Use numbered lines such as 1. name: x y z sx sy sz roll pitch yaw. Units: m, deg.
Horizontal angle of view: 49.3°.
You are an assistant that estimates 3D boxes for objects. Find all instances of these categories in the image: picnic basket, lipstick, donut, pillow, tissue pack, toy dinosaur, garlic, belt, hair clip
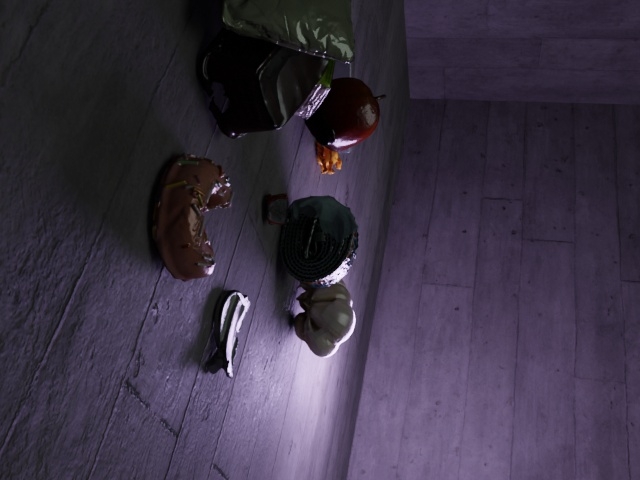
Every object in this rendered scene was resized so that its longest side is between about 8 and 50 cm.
1. picnic basket: -0.098 -0.353 1.402 0.297 0.129 0.223 -58 145 -32
2. lipstick: 0.071 -0.484 2.349 0.076 0.079 0.372 -51 142 -68
3. donut: -0.224 -0.050 1.248 0.199 0.085 0.233 69 27 -59
4. pillow: -0.056 -0.489 1.321 0.076 0.280 0.275 -29 -124 56
5. tissue pack: -0.013 -0.470 1.887 0.173 0.073 0.236 138 -34 -61
6. toy dinosaur: 0.021 -0.274 2.243 0.288 0.070 0.117 -46 128 -75
7. garlic: 0.013 0.210 2.120 0.203 0.184 0.281 41 53 -49
8. belt: 0.000 0.000 1.940 0.150 0.206 0.258 52 52 -74
9. hair clip: -0.195 0.194 1.524 0.140 0.054 0.220 70 25 -51

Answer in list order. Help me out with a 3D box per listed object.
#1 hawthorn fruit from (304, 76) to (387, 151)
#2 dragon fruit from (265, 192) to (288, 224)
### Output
1. hawthorn fruit: 0.075 -0.379 2.037 0.215 0.249 0.215 63 6 -12
2. dragon fruit: -0.113 -0.085 1.766 0.060 0.056 0.083 -109 -157 -64
